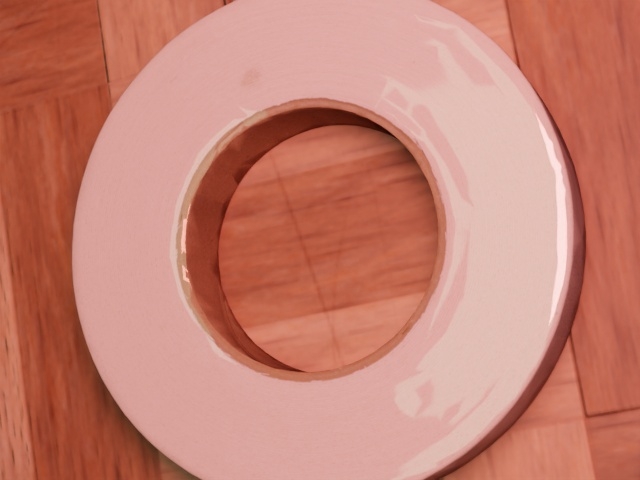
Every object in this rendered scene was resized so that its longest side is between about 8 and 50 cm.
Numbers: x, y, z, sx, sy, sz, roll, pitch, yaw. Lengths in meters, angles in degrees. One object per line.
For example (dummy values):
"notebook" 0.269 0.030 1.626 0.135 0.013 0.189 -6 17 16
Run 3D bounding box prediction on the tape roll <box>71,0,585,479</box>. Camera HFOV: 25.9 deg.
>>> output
"tape roll" 0.000 0.000 1.036 0.392 0.072 0.392 -3 82 19
